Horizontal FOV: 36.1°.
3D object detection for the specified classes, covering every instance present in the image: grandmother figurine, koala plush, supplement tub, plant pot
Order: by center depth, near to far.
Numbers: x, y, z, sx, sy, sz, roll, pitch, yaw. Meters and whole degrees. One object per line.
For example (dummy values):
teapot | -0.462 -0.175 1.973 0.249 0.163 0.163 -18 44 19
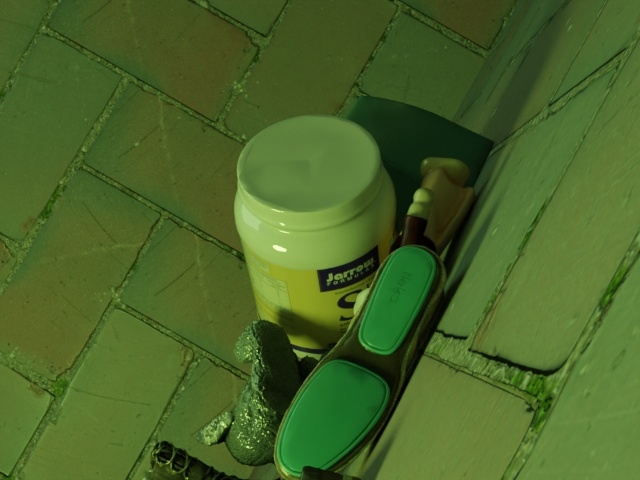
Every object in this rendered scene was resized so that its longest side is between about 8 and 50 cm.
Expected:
grandmother figurine | 0.132 0.020 1.346 0.342 0.104 0.208 -64 -25 -45
koala plush | -0.074 0.266 1.457 0.221 0.196 0.203 -45 32 42
supplement tub | 0.000 0.000 1.488 0.331 0.241 0.241 81 -149 -48
plant pot | 0.131 -0.124 1.649 0.165 0.234 0.165 -61 0 -37

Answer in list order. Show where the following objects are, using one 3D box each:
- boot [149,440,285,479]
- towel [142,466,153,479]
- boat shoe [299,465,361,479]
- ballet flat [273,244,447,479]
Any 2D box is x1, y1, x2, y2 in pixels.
boot | -0.147 0.362 1.435 0.091 0.229 0.263 -60 -1 -37
towel | -0.235 0.515 1.560 0.283 0.235 0.121 -59 -2 -26
boat shoe | -0.032 0.314 1.028 0.223 0.073 0.080 -60 0 31
ballet flat | 0.059 0.154 1.147 0.316 0.107 0.106 -55 -22 -14
